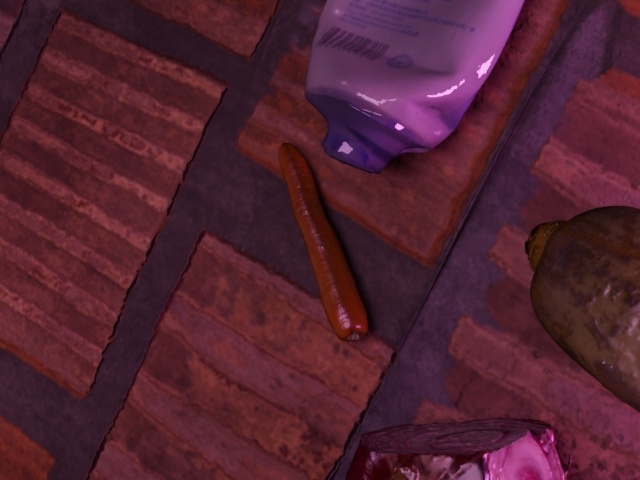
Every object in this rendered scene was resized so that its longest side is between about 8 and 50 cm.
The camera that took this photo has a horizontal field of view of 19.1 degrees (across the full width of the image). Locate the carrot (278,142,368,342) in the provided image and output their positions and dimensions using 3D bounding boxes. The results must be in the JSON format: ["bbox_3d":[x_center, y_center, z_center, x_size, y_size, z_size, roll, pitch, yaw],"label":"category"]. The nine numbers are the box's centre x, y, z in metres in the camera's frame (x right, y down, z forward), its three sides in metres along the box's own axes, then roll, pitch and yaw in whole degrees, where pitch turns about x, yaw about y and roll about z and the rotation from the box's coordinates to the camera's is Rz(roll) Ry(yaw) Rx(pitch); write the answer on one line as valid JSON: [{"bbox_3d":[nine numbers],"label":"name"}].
[{"bbox_3d":[0.000,0.000,2.061,0.043,0.043,0.248,-29,67,22],"label":"carrot"}]

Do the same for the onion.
[{"bbox_3d":[0.122,0.283,1.850,0.206,0.216,0.207,-6,86,32],"label":"onion"}]

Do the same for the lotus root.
[{"bbox_3d":[0.306,0.067,1.817,0.309,0.173,0.173,35,99,36],"label":"lotus root"}]

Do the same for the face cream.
[{"bbox_3d":[0.113,-0.269,2.012,0.234,0.137,0.420,21,84,32],"label":"face cream"}]
